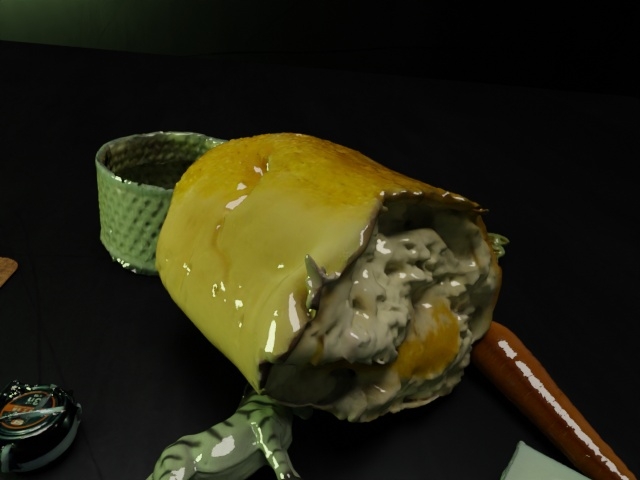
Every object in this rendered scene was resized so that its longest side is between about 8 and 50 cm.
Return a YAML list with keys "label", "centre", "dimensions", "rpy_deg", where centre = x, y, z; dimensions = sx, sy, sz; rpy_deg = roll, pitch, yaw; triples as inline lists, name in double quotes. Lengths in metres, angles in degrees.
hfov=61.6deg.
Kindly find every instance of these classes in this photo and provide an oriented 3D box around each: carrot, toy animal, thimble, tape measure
- label: "carrot"
  centre: [0.273, 0.204, 0.646]
  dimensions: [0.069, 0.069, 0.336]
  rpy_deg: [-8, 39, -26]
- label: "toy animal"
  centre: [-0.085, 0.208, 0.532]
  dimensions: [0.216, 0.074, 0.176]
  rpy_deg: [-15, 29, -26]
- label: "thimble"
  centre: [-0.232, -0.070, 0.897]
  dimensions: [0.270, 0.150, 0.271]
  rpy_deg: [6, 29, -3]
- label: "tape measure"
  centre: [-0.294, 0.183, 0.535]
  dimensions: [0.094, 0.054, 0.091]
  rpy_deg: [9, 30, 14]

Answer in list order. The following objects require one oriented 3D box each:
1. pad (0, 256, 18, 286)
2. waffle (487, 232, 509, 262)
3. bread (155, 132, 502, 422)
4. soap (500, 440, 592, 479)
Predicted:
- label: "pad"
  centre: [-0.569, 0.074, 0.656]
  dimensions: [0.249, 0.055, 0.323]
  rpy_deg: [7, 12, -3]
- label: "waffle"
  centre: [0.216, 0.008, 0.970]
  dimensions: [0.207, 0.054, 0.214]
  rpy_deg: [28, 41, 26]
- label: "bread"
  centre: [0.000, 0.000, 0.671]
  dimensions: [0.361, 0.250, 0.394]
  rpy_deg: [5, 24, -43]
- label: "soap"
  centre: [0.253, 0.282, 0.488]
  dimensions: [0.198, 0.063, 0.114]
  rpy_deg: [25, 32, 26]
